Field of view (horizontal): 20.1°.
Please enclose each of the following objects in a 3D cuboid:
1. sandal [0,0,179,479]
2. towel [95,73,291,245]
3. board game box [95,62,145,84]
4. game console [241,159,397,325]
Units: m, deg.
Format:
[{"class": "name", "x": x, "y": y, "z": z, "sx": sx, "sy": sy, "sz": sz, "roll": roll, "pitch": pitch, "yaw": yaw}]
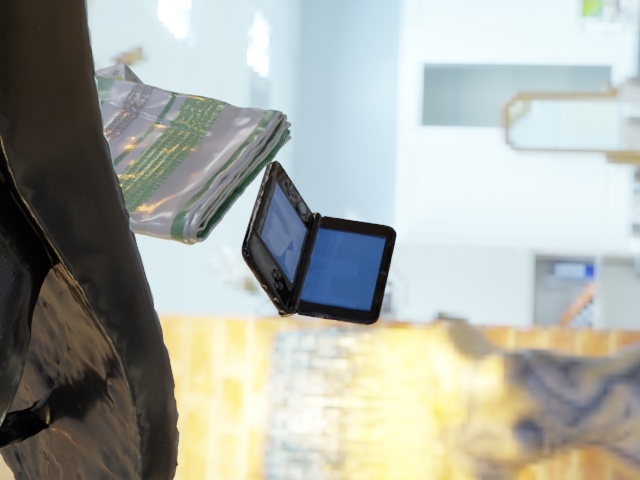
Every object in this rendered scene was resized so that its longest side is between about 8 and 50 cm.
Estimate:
[{"class": "sandal", "x": -0.154, "y": -0.029, "z": 0.679, "sx": 0.107, "sy": 0.167, "sz": 0.446, "roll": -33, "pitch": -41, "yaw": -27}, {"class": "towel", "x": -0.106, "y": -0.052, "z": 1.031, "sx": 0.113, "sy": 0.152, "sz": 0.023, "roll": -52, "pitch": -35, "yaw": -39}, {"class": "board game box", "x": -0.191, "y": -0.103, "z": 1.656, "sx": 0.154, "sy": 0.103, "sz": 0.026, "roll": 49, "pitch": -148, "yaw": -57}, {"class": "game console", "x": 0.000, "y": 0.000, "z": 1.681, "sx": 0.124, "sy": 0.085, "sz": 0.144, "roll": 58, "pitch": -152, "yaw": -30}]
